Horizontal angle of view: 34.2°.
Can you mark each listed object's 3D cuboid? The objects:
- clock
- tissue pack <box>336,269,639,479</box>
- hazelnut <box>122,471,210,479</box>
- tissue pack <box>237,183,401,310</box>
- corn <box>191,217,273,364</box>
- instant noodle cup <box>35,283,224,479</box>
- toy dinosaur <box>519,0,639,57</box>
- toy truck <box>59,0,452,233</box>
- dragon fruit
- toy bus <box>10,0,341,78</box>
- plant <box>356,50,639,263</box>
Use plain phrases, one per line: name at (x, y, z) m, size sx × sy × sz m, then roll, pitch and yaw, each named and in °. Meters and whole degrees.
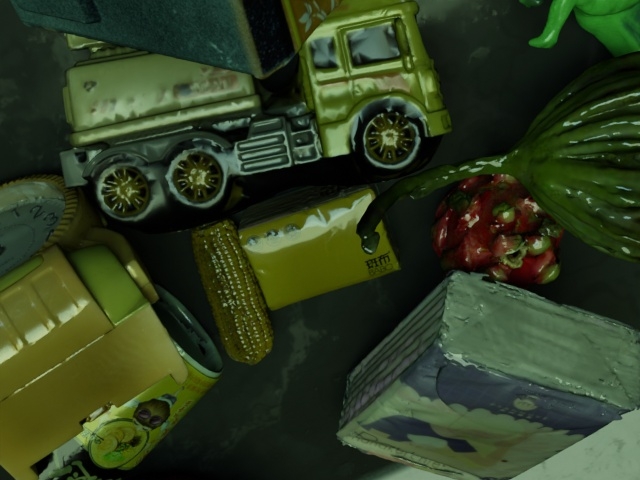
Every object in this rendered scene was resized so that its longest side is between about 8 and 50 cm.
clock at (-0.317, 0.066, 1.124) m, size 0.244 × 0.317 × 0.200 m, roll -32°, pitch 130°, yaw -13°
tissue pack at (0.184, 0.176, 1.219) m, size 0.242 × 0.125 × 0.344 m, roll 17°, pitch 150°, yaw -11°
hazelnut at (-0.163, 0.493, 1.340) m, size 0.359 × 0.359 × 0.409 m, roll -34°, pitch 122°, yaw 14°
tissue pack at (0.000, 0.000, 1.228) m, size 0.169 × 0.082 × 0.120 m, roll -18°, pitch 117°, yaw 6°
corn at (-0.105, 0.063, 1.262) m, size 0.068 × 0.068 × 0.207 m, roll -12°, pitch 115°, yaw 4°
instant noodle cup at (-0.250, 0.178, 1.252) m, size 0.236 × 0.215 × 0.215 m, roll -40°, pitch 112°, yaw 5°
toy dinosaur at (0.377, -0.369, 1.022) m, size 0.374 × 0.144 × 0.500 m, roll 36°, pitch 119°, yaw -22°
toy truck at (-0.076, -0.156, 1.095) m, size 0.405 × 0.180 × 0.254 m, roll -10°, pitch 102°, yaw 5°
dragon fruit at (0.211, -0.007, 1.184) m, size 0.166 × 0.172 × 0.160 m, roll -18°, pitch 116°, yaw 5°
toy bus at (-0.142, -0.276, 0.943) m, size 0.323 × 0.194 × 0.162 m, roll 17°, pitch 145°, yaw 28°
plant at (0.213, -0.099, 1.046) m, size 0.333 × 0.251 × 0.180 m, roll 9°, pitch 126°, yaw -5°
